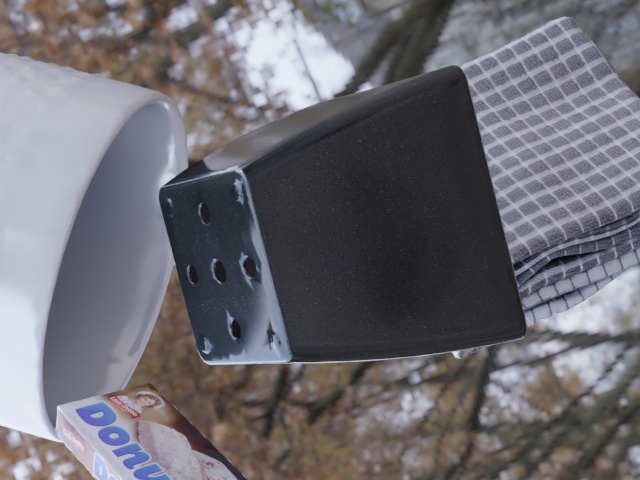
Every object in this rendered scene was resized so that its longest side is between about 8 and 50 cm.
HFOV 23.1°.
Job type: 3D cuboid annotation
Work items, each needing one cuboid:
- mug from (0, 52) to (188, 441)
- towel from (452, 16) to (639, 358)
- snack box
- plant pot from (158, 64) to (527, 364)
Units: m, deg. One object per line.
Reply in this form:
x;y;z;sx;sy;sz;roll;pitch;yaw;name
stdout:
-0.316;-0.012;1.162;0.374;0.328;0.276;-36;-41;-73;mug
0.176;-0.056;1.370;0.235;0.284;0.121;51;161;38;towel
-0.076;0.138;0.860;0.178;0.064;0.022;37;129;43;snack box
0.000;0.000;1.062;0.167;0.188;0.187;-16;-86;-31;plant pot
